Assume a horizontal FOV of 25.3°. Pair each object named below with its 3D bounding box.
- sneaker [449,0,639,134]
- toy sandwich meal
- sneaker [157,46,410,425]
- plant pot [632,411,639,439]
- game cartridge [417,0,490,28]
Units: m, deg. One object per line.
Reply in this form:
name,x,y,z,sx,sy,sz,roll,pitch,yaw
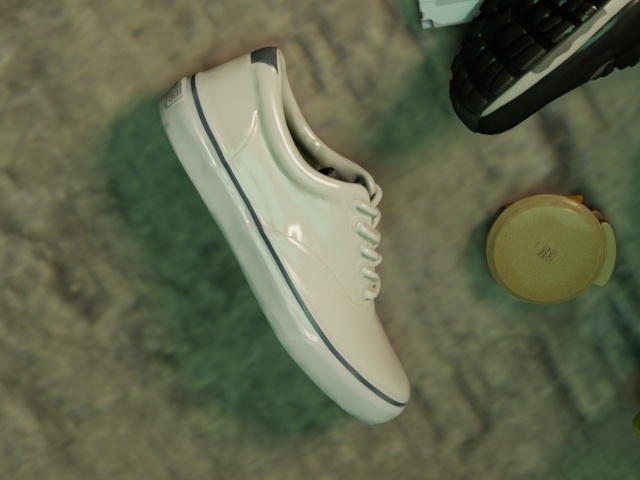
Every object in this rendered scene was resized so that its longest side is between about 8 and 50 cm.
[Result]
sneaker,0.207,-0.144,0.827,0.283,0.107,0.124,-43,118,13
toy sandwich meal,0.149,0.003,0.927,0.085,0.029,0.085,2,113,5
sneaker,0.000,0.000,0.892,0.091,0.094,0.258,-27,107,16
plant pot,0.365,0.165,0.870,0.207,0.228,0.227,-41,116,9
game cartridge,0.082,-0.173,0.867,0.056,0.017,0.083,-7,111,8
